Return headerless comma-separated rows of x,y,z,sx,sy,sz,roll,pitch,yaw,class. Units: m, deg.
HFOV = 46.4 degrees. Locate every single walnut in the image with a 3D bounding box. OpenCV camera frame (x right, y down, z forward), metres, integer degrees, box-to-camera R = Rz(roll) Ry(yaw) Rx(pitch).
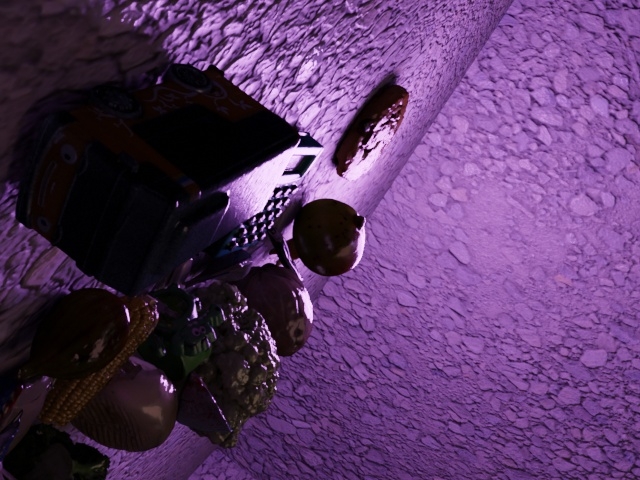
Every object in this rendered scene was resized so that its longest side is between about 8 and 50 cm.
-0.119,0.167,1.742,0.224,0.224,0.224,-52,172,-11,walnut

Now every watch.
-0.246,0.172,1.254,0.131,0.165,0.152,-42,150,-42,watch

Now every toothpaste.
-0.179,0.051,1.411,0.099,0.068,0.282,-49,178,5,toothpaste

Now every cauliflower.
-0.225,0.250,1.483,0.281,0.327,0.260,-11,153,4,cauliflower

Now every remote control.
-0.083,0.036,1.753,0.028,0.059,0.212,-34,148,-10,remote control

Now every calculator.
-0.105,-0.082,1.369,0.274,0.058,0.248,-55,171,14,calculator

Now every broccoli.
-0.408,0.359,1.102,0.195,0.195,0.156,-47,165,-39,broccoli

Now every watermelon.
-0.211,0.271,1.282,0.081,0.094,0.180,-6,-173,-26,watermelon

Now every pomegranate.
-0.006,0.000,1.861,0.246,0.198,0.198,-18,162,-12,pomegranate

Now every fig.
-0.314,0.126,0.938,0.154,0.103,0.109,-29,120,-45,fig

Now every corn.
-0.329,0.171,1.096,0.238,0.080,0.080,-49,171,-14,corn

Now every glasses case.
-0.244,0.060,1.299,0.032,0.021,0.083,-41,165,-51,glasses case

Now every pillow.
-0.418,0.245,0.981,0.208,0.053,0.119,-55,172,18,pillow

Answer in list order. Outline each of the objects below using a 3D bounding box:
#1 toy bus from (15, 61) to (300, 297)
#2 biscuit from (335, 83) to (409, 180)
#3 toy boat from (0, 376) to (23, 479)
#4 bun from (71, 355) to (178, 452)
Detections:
-0.154,-0.071,0.765,0.138,0.167,0.275,-58,170,31,toy bus
0.137,-0.267,1.891,0.296,0.075,0.296,-52,171,-12,biscuit
-0.441,0.279,0.864,0.219,0.072,0.318,-30,153,-43,toy boat
-0.319,0.252,1.218,0.193,0.178,0.128,93,12,-49,bun
